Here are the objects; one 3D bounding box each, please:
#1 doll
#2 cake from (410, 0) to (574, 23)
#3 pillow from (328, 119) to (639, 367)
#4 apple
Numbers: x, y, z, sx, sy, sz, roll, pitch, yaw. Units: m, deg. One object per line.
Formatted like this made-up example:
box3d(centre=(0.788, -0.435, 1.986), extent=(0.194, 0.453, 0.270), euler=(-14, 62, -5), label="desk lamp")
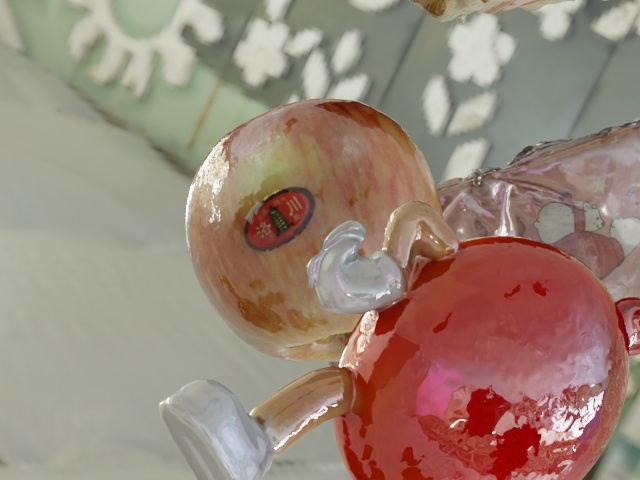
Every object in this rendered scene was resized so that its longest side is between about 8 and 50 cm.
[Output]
box3d(centre=(0.047, 0.067, 0.735), extent=(0.085, 0.217, 0.183), euler=(25, 143, 56), label="doll")
box3d(centre=(0.195, -0.323, 1.178), extent=(0.307, 0.314, 0.293), euler=(-11, 175, -45), label="cake")
box3d(centre=(0.112, 0.011, 1.145), extent=(0.248, 0.135, 0.049), euler=(-20, -151, -6), label="pillow")
box3d(centre=(0.000, 0.000, 0.957), extent=(0.146, 0.146, 0.131), euler=(8, -123, -53), label="apple")
